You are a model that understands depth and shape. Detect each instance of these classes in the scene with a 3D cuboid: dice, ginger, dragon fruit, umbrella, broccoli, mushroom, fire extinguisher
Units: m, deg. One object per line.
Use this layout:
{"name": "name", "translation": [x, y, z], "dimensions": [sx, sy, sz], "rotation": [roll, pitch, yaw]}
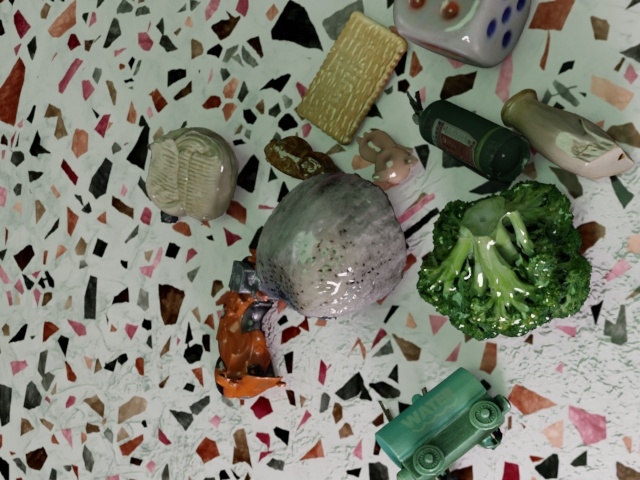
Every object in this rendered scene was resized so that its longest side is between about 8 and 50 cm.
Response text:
{"name": "dice", "translation": [0.260, -0.435, 1.769], "dimensions": [0.193, 0.194, 0.192], "rotation": [25, 100, 34]}
{"name": "ginger", "translation": [-0.033, -0.158, 1.983], "dimensions": [0.162, 0.103, 0.073], "rotation": [30, 115, 13]}
{"name": "dragon fruit", "translation": [0.000, 0.000, 1.840], "dimensions": [0.283, 0.221, 0.204], "rotation": [29, 137, 34]}
{"name": "umbrella", "translation": [-0.346, -0.132, 2.208], "dimensions": [0.050, 0.046, 0.188], "rotation": [4, 86, -6]}
{"name": "broccoli", "translation": [0.315, 0.023, 1.651], "dimensions": [0.308, 0.275, 0.308], "rotation": [-12, 51, 15]}
{"name": "mushroom", "translation": [0.425, -0.183, 1.685], "dimensions": [0.247, 0.096, 0.108], "rotation": [35, 68, 31]}
{"name": "fire extinguisher", "translation": [0.255, -0.199, 1.786], "dimensions": [0.093, 0.118, 0.294], "rotation": [-33, 39, -18]}

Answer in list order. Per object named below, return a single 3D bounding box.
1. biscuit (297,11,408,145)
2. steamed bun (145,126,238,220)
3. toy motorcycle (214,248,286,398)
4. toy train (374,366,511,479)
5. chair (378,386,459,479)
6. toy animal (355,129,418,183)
{"name": "biscuit", "translation": [0.064, -0.332, 1.979], "dimensions": [0.160, 0.030, 0.250], "rotation": [38, 105, 29]}
{"name": "steamed bun", "translation": [-0.268, -0.157, 2.110], "dimensions": [0.211, 0.144, 0.218], "rotation": [21, 123, 20]}
{"name": "toy motorcycle", "translation": [-0.145, 0.191, 1.995], "dimensions": [0.221, 0.148, 0.326], "rotation": [26, 106, 55]}
{"name": "toy train", "translation": [0.217, 0.335, 1.722], "dimensions": [0.248, 0.101, 0.159], "rotation": [-33, 57, -15]}
{"name": "chair", "translation": [0.180, 0.392, 1.784], "dimensions": [0.104, 0.095, 0.221], "rotation": [-39, 66, 33]}
{"name": "toy animal", "translation": [0.124, -0.165, 1.891], "dimensions": [0.150, 0.089, 0.083], "rotation": [46, 112, 37]}
